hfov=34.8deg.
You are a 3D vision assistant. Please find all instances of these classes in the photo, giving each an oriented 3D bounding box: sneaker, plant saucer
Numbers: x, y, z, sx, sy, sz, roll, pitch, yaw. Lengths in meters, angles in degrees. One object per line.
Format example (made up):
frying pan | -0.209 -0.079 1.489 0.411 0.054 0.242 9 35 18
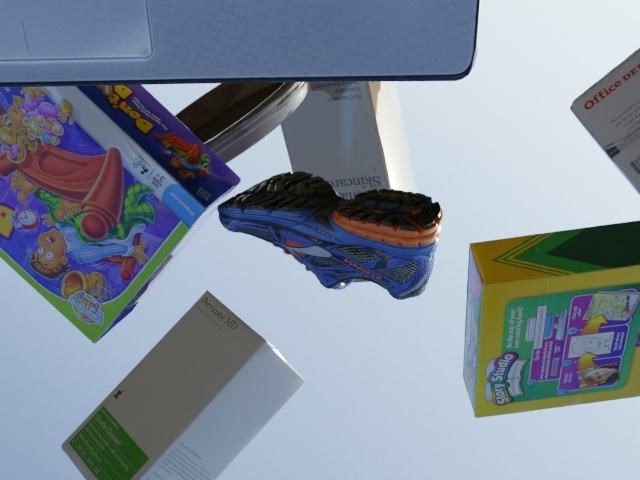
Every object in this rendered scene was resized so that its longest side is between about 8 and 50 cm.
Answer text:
sneaker | 0.000 0.000 0.860 0.221 0.087 0.083 14 -150 37
plant saucer | -0.121 -0.141 1.231 0.278 0.041 0.278 -29 -161 11

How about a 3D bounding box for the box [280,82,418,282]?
box | 0.047 -0.102 1.447 0.148 0.311 0.121 -6 -157 23

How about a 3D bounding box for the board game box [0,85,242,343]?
board game box | -0.281 -0.093 1.025 0.347 0.233 0.078 43 -146 -1

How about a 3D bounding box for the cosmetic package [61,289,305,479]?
cosmetic package | -0.230 0.292 1.731 0.365 0.155 0.197 -49 -134 -9

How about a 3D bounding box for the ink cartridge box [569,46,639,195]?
ink cartridge box | 0.414 -0.128 1.222 0.140 0.082 0.190 -39 -128 14

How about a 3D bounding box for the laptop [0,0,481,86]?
laptop | -0.123 -0.181 0.283 0.382 0.407 0.236 0 -145 1

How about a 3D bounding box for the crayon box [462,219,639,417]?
crayon box | 0.403 0.137 1.695 0.313 0.363 0.106 -7 -134 -1
